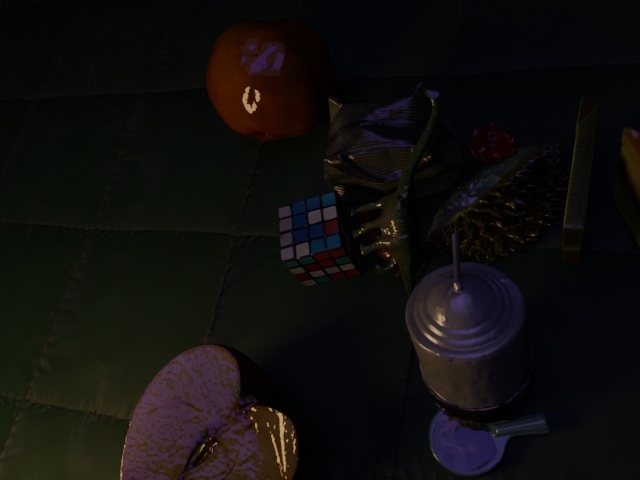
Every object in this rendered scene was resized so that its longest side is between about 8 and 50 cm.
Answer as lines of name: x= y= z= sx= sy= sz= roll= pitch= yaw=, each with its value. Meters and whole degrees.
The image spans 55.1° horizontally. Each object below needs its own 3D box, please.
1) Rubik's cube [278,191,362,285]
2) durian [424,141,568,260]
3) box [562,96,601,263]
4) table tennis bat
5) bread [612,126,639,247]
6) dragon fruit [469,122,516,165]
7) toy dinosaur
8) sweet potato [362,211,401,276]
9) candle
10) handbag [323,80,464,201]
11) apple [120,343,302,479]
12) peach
Rubik's cube: x=0.000 y=0.000 z=1.449 sx=0.151 sy=0.155 sz=0.154 roll=-14 pitch=59 yaw=16
durian: x=0.420 y=-0.090 z=1.386 sx=0.394 sy=0.163 sz=0.198 roll=-44 pitch=18 yaw=-9
box: x=0.547 y=-0.125 z=1.289 sx=0.043 sy=0.173 sz=0.311 roll=7 pitch=68 yaw=23
table tennis bat: x=0.327 y=0.376 z=1.196 sx=0.237 sy=0.038 sz=0.149 roll=-16 pitch=56 yaw=16
bread: x=0.788 y=-0.109 z=1.159 sx=0.361 sy=0.233 sz=0.245 roll=-16 pitch=57 yaw=8
dragon fruit: x=0.400 y=-0.233 z=1.430 sx=0.112 sy=0.068 sz=0.126 roll=-5 pitch=36 yaw=37
toy dinosaur: x=0.215 y=-0.060 z=1.314 sx=0.301 sy=0.087 sz=0.447 roll=-26 pitch=95 yaw=21
sweet potato: x=0.145 y=0.006 z=1.451 sx=0.055 sy=0.058 sz=0.202 roll=-12 pitch=55 yaw=-34
candle: x=0.274 y=0.177 z=1.130 sx=0.221 sy=0.342 sz=0.221 roll=-13 pitch=47 yaw=14
handbag: x=0.159 y=-0.231 z=1.460 sx=0.340 sy=0.240 sz=0.247 roll=-5 pitch=67 yaw=17
apple: x=-0.222 y=0.418 z=1.247 sx=0.365 sy=0.295 sz=0.329 roll=-53 pitch=32 yaw=-7
peach: x=-0.133 y=-0.417 z=1.629 sx=0.343 sy=0.343 sz=0.302 roll=1 pitch=94 yaw=22
